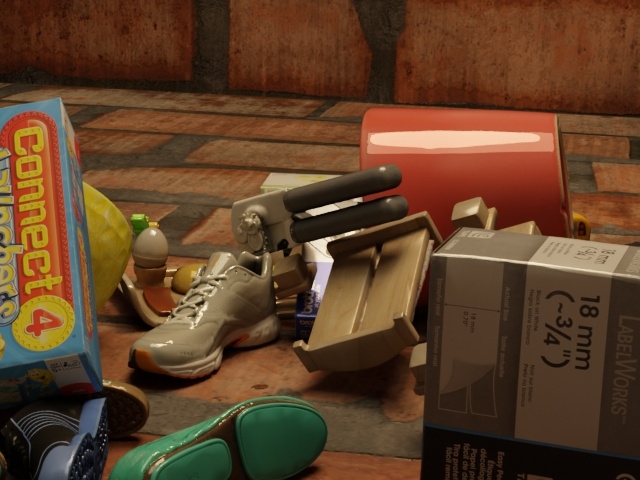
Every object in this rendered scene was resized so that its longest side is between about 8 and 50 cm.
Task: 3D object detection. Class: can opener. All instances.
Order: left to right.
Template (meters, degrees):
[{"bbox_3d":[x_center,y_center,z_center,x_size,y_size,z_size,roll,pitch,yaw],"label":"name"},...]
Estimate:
[{"bbox_3d":[-0.004,-0.037,1.624,0.093,0.074,0.280,-14,0,-45],"label":"can opener"}]

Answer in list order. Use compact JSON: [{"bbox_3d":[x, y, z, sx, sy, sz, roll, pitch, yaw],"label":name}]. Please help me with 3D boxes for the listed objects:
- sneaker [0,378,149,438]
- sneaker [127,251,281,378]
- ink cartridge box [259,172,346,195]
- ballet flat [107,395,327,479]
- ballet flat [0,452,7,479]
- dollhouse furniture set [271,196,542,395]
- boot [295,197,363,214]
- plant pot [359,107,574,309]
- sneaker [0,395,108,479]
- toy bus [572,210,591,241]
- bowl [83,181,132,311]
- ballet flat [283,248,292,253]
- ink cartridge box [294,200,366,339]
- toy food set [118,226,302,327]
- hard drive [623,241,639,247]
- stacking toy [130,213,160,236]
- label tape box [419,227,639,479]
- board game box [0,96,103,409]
[{"bbox_3d":[-0.265,0.155,1.365,0.192,0.064,0.086,-1,19,3],"label":"sneaker"},{"bbox_3d":[-0.138,0.078,1.570,0.099,0.121,0.262,8,16,26],"label":"sneaker"},{"bbox_3d":[-0.008,-0.093,2.400,0.171,0.056,0.235,2,16,6],"label":"ink cartridge box"},{"bbox_3d":[-0.099,0.193,1.216,0.087,0.083,0.247,-5,5,39],"label":"ballet flat"},{"bbox_3d":[-0.382,0.198,1.191,0.206,0.073,0.067,3,0,-9],"label":"ballet flat"},{"bbox_3d":[0.102,0.129,1.499,0.355,0.174,0.303,-17,31,27],"label":"dollhouse furniture set"},{"bbox_3d":[0.045,-0.024,2.092,0.258,0.095,0.123,4,18,44],"label":"boot"},{"bbox_3d":[0.195,-0.052,1.727,0.243,0.275,0.275,-6,12,13],"label":"plant pot"},{"bbox_3d":[-0.244,0.196,1.198,0.090,0.081,0.232,-2,8,-2],"label":"sneaker"},{"bbox_3d":[0.291,-0.005,1.977,0.130,0.108,0.332,-1,14,-18],"label":"toy bus"},{"bbox_3d":[-0.370,0.046,1.537,0.289,0.289,0.156,2,56,4],"label":"bowl"},{"bbox_3d":[0.000,0.000,2.010,0.188,0.070,0.070,13,18,36],"label":"ballet flat"},{"bbox_3d":[0.023,0.036,1.707,0.097,0.046,0.207,2,47,3],"label":"ink cartridge box"},{"bbox_3d":[-0.132,0.034,1.801,0.306,0.092,0.219,-4,15,-20],"label":"toy food set"},{"bbox_3d":[0.433,0.078,1.751,0.237,0.064,0.339,13,17,38],"label":"hard drive"},{"bbox_3d":[-0.323,-0.020,1.927,0.167,0.052,0.221,1,-10,0],"label":"stacking toy"},{"bbox_3d":[0.261,0.131,1.162,0.333,0.241,0.106,6,15,19],"label":"label tape box"},{"bbox_3d":[-0.385,0.026,1.340,0.301,0.086,0.308,-11,59,-2],"label":"board game box"}]
